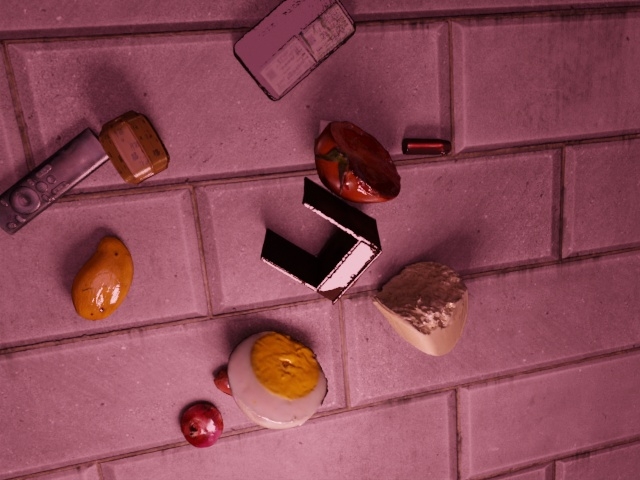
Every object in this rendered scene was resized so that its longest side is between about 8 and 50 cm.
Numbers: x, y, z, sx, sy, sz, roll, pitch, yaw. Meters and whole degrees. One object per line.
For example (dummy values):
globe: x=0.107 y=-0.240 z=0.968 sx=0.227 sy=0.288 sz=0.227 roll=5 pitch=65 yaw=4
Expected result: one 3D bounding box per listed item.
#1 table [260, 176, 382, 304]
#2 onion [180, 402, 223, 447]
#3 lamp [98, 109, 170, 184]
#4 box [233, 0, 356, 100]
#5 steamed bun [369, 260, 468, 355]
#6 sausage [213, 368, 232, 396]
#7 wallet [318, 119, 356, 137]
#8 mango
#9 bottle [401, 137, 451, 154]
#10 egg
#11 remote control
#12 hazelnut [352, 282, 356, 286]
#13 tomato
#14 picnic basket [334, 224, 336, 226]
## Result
table: x=0.000 y=0.000 z=1.518 sx=0.281 sy=0.196 sz=0.251 roll=31 pitch=118 yaw=-17
onion: x=-0.401 y=0.629 z=1.634 sx=0.149 sy=0.140 sz=0.150 roll=0 pitch=87 yaw=-4
lamp: x=-0.531 y=-0.265 z=1.401 sx=0.161 sy=0.161 sz=0.185 roll=-29 pitch=103 yaw=-5
box: x=-0.076 y=-0.609 z=1.479 sx=0.350 sy=0.058 sz=0.211 roll=-41 pitch=110 yaw=-2
steamed bun: x=0.364 y=0.217 z=1.650 sx=0.272 sy=0.290 sz=0.274 roll=-41 pitch=126 yaw=-8
sausage: x=-0.295 y=0.492 z=1.664 sx=0.141 sy=0.076 sz=0.076 roll=33 pitch=93 yaw=-17
wallet: x=0.056 y=-0.353 z=1.582 sx=0.122 sy=0.025 sz=0.061 roll=4 pitch=95 yaw=-13
mango: x=-0.657 y=0.120 z=1.479 sx=0.157 sy=0.109 sz=0.262 roll=20 pitch=95 yaw=-12
bottle: x=0.359 y=-0.314 z=1.641 sx=0.164 sy=0.060 sz=0.060 roll=-2 pitch=103 yaw=-13
egg: x=-0.158 y=0.476 z=1.598 sx=0.336 sy=0.337 sz=0.201 roll=13 pitch=135 yaw=-15
remote control: x=-0.787 y=-0.171 z=1.420 sx=0.377 sy=0.044 sz=0.107 roll=-39 pitch=104 yaw=-3
hazelnut: x=0.092 y=0.120 z=1.671 sx=0.086 sy=0.086 sz=0.087 roll=-3 pitch=103 yaw=-12
tomato: x=0.096 y=-0.218 z=1.533 sx=0.309 sy=0.309 sz=0.170 roll=43 pitch=127 yaw=-18
picnic basket: x=0.072 y=-0.078 z=1.627 sx=0.083 sy=0.065 sz=0.083 roll=27 pitch=91 yaw=0
